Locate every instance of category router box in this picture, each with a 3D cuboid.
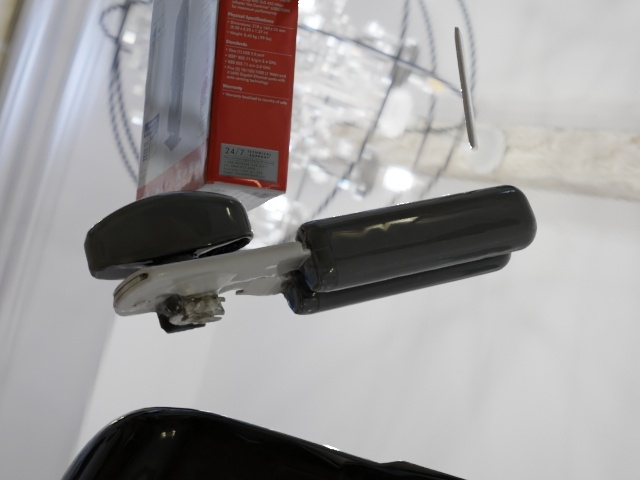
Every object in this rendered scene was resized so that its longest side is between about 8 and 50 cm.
[{"bbox_3d":[-0.112,-0.175,1.432,0.335,0.082,0.301,159,-64,-70],"label":"router box"}]

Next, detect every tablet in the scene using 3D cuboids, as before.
[{"bbox_3d":[0.100,-0.104,0.945,0.054,0.006,0.083,-9,91,-81],"label":"tablet"}]

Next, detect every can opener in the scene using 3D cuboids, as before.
[{"bbox_3d":[0.000,0.000,0.842,0.074,0.280,0.093,130,-51,-61],"label":"can opener"}]

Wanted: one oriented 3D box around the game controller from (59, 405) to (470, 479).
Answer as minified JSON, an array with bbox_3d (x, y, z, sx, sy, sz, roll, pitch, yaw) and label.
[{"bbox_3d":[0.023,0.158,0.484,0.319,0.067,0.166,14,-132,22],"label":"game controller"}]
